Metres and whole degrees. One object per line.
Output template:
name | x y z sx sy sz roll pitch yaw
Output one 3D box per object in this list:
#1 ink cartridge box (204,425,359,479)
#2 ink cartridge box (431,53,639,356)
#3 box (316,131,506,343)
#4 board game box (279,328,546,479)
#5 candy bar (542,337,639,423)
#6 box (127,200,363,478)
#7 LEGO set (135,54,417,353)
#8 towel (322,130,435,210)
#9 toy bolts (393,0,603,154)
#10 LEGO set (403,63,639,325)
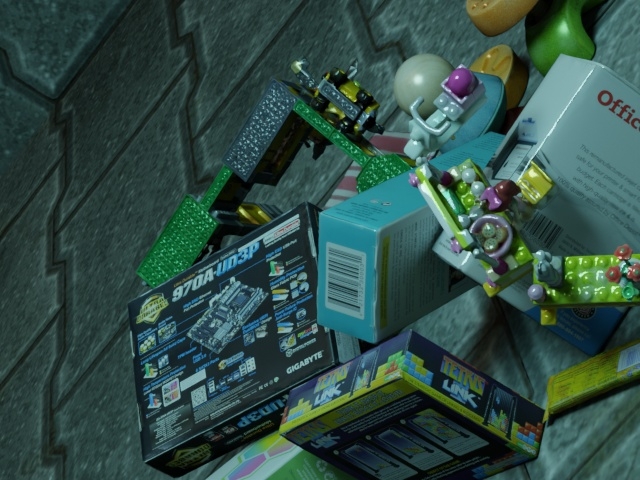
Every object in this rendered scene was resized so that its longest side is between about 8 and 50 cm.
ink cartridge box | -0.021 0.198 1.719 0.209 0.062 0.109 -36 12 -22
ink cartridge box | 0.201 -0.029 1.559 0.191 0.139 0.082 -57 19 1
box | 0.094 -0.007 1.635 0.060 0.244 0.100 18 118 34
board game box | 0.072 0.145 1.598 0.170 0.141 0.048 -30 34 49
candy bar | 0.220 0.100 1.509 0.161 0.018 0.040 -30 38 49
box | -0.071 0.090 1.779 0.220 0.051 0.175 -30 50 25
LEGO set | 0.000 0.000 1.919 0.255 0.192 0.331 33 103 28
towel | 0.042 -0.028 2.063 0.197 0.029 0.144 -57 22 -6
toy bolts | 0.135 -0.160 1.855 0.218 0.158 0.228 -33 32 47
LEGO set | 0.163 -0.009 1.431 0.132 0.287 0.107 -56 -23 3
